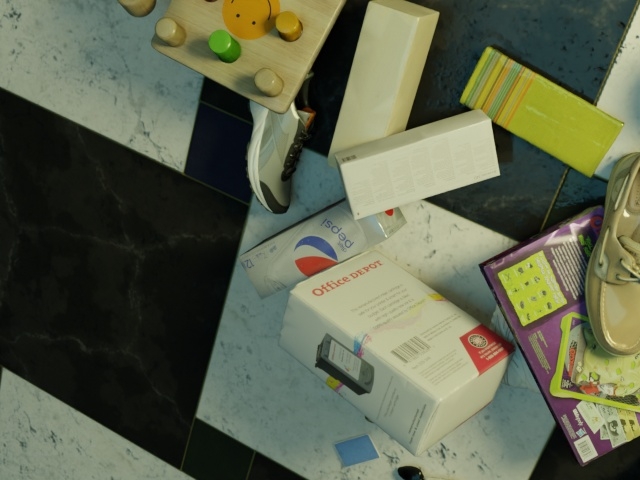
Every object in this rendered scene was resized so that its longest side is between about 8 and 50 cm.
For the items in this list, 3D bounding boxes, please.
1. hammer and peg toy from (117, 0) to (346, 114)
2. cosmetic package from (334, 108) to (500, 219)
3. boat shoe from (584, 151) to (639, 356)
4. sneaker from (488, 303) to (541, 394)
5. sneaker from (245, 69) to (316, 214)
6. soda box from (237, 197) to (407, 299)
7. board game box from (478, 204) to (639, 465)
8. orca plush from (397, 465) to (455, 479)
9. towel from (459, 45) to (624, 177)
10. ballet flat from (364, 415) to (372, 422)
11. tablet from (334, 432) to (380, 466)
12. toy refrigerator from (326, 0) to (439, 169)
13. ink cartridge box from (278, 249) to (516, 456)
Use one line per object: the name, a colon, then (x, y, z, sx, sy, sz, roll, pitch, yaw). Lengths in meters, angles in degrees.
hammer and peg toy: (-0.150, -0.393, 1.426, 0.361, 0.127, 0.266, 30, 93, 11)
cosmetic package: (0.149, -0.118, 1.390, 0.239, 0.060, 0.099, -17, 117, -3)
boat shoe: (0.450, 0.022, 1.295, 0.109, 0.098, 0.302, 8, 93, 6)
sneaker: (0.304, 0.144, 1.468, 0.115, 0.090, 0.232, -6, 101, 36)
sneaker: (-0.062, -0.172, 1.531, 0.108, 0.100, 0.272, 9, 111, 18)
soda box: (0.000, 0.000, 1.560, 0.286, 0.098, 0.091, -26, 95, 30)
board game box: (0.409, 0.145, 1.381, 0.208, 0.056, 0.347, -26, 95, 2)
orca plush: (0.141, 0.503, 1.664, 0.287, 0.102, 0.151, -1, 107, 27)
towel: (0.333, -0.197, 1.373, 0.237, 0.021, 0.102, 33, 124, 12)
ballet flat: (0.180, 0.287, 1.587, 0.232, 0.080, 0.073, -31, 106, 32)
tablet: (0.070, 0.400, 1.720, 0.083, 0.006, 0.054, -24, 96, 30)
toy refrigerator: (0.093, -0.239, 1.426, 0.094, 0.102, 0.270, 23, 117, 17)
ink cartridge box: (0.119, 0.169, 1.445, 0.306, 0.226, 0.131, 35, 127, 30)
